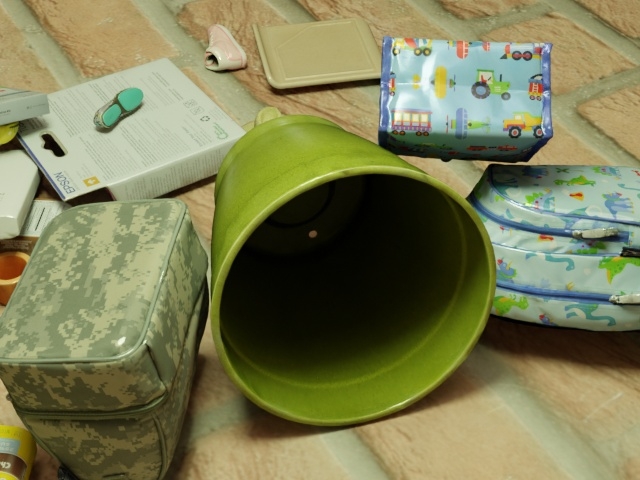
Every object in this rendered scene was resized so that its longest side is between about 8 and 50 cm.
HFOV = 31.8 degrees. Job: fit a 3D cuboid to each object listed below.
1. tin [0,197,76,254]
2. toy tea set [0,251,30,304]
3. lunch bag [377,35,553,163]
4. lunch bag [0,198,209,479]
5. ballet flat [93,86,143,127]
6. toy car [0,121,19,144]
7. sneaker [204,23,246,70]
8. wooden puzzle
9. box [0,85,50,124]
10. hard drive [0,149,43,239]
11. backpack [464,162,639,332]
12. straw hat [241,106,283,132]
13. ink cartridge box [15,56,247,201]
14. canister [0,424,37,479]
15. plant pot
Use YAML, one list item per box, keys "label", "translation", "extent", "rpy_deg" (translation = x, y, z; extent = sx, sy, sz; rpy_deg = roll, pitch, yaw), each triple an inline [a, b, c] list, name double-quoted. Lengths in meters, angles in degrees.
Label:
- label: "tin"
  translation: [-0.466, -0.024, 1.762]
  extent: [0.189, 0.040, 0.106]
  rpy_deg: [2, 45, 3]
- label: "toy tea set"
  translation: [-0.460, 0.063, 1.590]
  extent: [0.336, 0.124, 0.200]
  rpy_deg: [3, 41, 4]
- label: "lunch bag"
  translation: [0.191, -0.160, 1.564]
  extent: [0.220, 0.293, 0.138]
  rpy_deg: [3, 76, 3]
- label: "lunch bag"
  translation: [-0.248, 0.135, 1.395]
  extent: [0.212, 0.256, 0.305]
  rpy_deg: [-6, 40, 14]
- label: "ballet flat"
  translation: [-0.345, -0.224, 1.890]
  extent: [0.041, 0.041, 0.114]
  rpy_deg: [19, 42, 21]
- label: "toy car"
  translation: [-0.644, -0.166, 1.858]
  extent: [0.239, 0.053, 0.225]
  rpy_deg: [13, 24, 43]
- label: "sneaker"
  translation: [-0.201, -0.369, 2.150]
  extent: [0.070, 0.051, 0.134]
  rpy_deg: [-17, 47, -26]
- label: "wooden puzzle"
  translation: [-0.001, -0.354, 2.144]
  extent: [0.238, 0.044, 0.221]
  rpy_deg: [-4, 40, -11]
- label: "box"
  translation: [-0.561, -0.222, 1.863]
  extent: [0.145, 0.038, 0.186]
  rpy_deg: [-20, 23, -40]
- label: "hard drive"
  translation: [-0.549, -0.071, 1.744]
  extent: [0.203, 0.040, 0.307]
  rpy_deg: [-4, 23, -4]
- label: "backpack"
  translation: [0.366, 0.012, 1.568]
  extent: [0.355, 0.273, 0.290]
  rpy_deg: [-9, 25, 16]
- label: "straw hat"
  translation: [-0.086, -0.196, 1.939]
  extent: [0.144, 0.061, 0.144]
  rpy_deg: [-1, 41, 1]
- label: "ink cartridge box"
  translation: [-0.336, -0.178, 1.912]
  extent: [0.330, 0.071, 0.324]
  rpy_deg: [-23, 43, -21]
- label: "canister"
  translation: [-0.418, 0.305, 1.347]
  extent: [0.126, 0.073, 0.170]
  rpy_deg: [1, 39, 1]
- label: "plant pot"
  translation: [0.000, 0.000, 1.528]
  extent: [0.366, 0.367, 0.353]
  rpy_deg: [-11, 29, -12]
